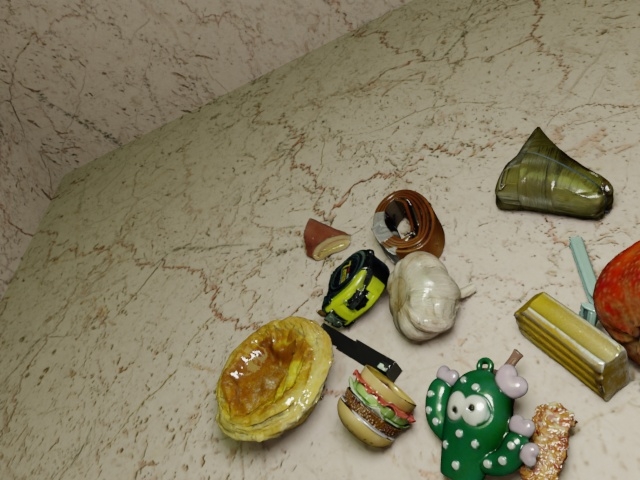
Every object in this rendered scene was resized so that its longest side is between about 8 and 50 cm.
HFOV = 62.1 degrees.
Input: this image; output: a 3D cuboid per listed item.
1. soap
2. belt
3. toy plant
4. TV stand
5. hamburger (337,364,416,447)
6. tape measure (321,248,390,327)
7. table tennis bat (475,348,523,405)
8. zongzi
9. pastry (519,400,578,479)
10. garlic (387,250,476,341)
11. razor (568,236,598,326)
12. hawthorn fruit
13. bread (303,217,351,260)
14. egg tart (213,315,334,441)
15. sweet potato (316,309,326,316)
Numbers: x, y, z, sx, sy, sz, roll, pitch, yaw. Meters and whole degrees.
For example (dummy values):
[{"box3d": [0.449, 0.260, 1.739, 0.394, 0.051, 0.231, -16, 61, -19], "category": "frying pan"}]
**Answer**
[{"box3d": [0.493, 0.198, 1.068, 0.073, 0.140, 0.232, -35, 39, -7], "category": "soap"}, {"box3d": [0.244, -0.034, 1.506, 0.184, 0.105, 0.261, -24, 41, 16], "category": "belt"}, {"box3d": [0.306, 0.348, 1.042, 0.232, 0.112, 0.243, -29, 47, 38], "category": "toy plant"}, {"box3d": [0.092, 0.277, 1.339, 0.256, 0.049, 0.040, 23, 66, 46], "category": "TV stand"}, {"box3d": [0.114, 0.364, 1.149, 0.137, 0.175, 0.175, -53, 41, -4], "category": "hamburger"}, {"box3d": [0.099, 0.119, 1.400, 0.186, 0.112, 0.199, -44, 19, 32], "category": "tape measure"}, {"box3d": [0.390, 0.304, 1.137, 0.107, 0.119, 0.170, 40, 106, 33], "category": "table tennis bat"}, {"box3d": [0.629, -0.195, 1.381, 0.286, 0.138, 0.300, 13, 56, 39], "category": "zongzi"}, {"box3d": [0.423, 0.387, 0.992, 0.087, 0.063, 0.169, 7, 51, 42], "category": "pastry"}, {"box3d": [0.280, 0.137, 1.281, 0.212, 0.219, 0.219, 2, 37, -17], "category": "garlic"}, {"box3d": [0.586, 0.090, 1.170, 0.056, 0.111, 0.278, 1, 41, 20], "category": "razor"}, {"box3d": [0.685, 0.100, 0.962, 0.330, 0.287, 0.287, -31, 37, -18], "category": "hawthorn fruit"}, {"box3d": [0.000, -0.001, 1.669, 0.192, 0.067, 0.119, 21, 64, 45], "category": "bread"}, {"box3d": [-0.104, 0.352, 1.322, 0.351, 0.150, 0.352, -23, 35, 17], "category": "egg tart"}, {"box3d": [0.036, 0.199, 1.477, 0.115, 0.026, 0.026, -5, 47, 28], "category": "sweet potato"}]
